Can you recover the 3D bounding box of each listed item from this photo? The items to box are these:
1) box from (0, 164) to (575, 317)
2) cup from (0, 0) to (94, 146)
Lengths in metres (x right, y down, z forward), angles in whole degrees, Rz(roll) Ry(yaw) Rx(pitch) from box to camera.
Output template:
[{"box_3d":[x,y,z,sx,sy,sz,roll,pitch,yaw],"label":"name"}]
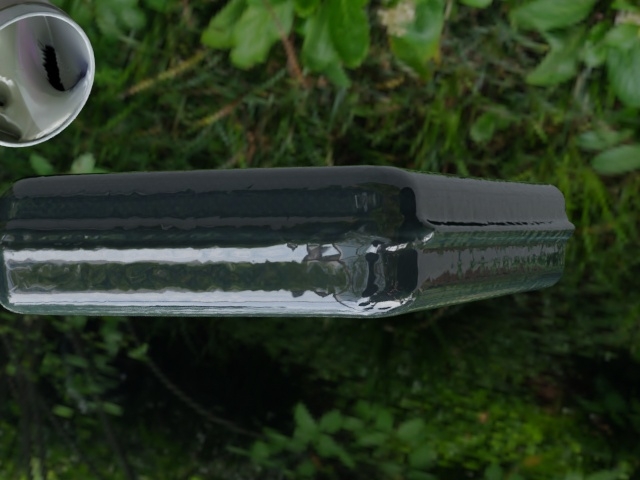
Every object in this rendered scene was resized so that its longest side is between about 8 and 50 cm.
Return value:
[{"box_3d":[0.000,0.000,0.493,0.160,0.050,0.230,-1,-179,24],"label":"box"},{"box_3d":[-0.184,-0.096,0.650,0.099,0.102,0.074,41,152,40],"label":"cup"}]
